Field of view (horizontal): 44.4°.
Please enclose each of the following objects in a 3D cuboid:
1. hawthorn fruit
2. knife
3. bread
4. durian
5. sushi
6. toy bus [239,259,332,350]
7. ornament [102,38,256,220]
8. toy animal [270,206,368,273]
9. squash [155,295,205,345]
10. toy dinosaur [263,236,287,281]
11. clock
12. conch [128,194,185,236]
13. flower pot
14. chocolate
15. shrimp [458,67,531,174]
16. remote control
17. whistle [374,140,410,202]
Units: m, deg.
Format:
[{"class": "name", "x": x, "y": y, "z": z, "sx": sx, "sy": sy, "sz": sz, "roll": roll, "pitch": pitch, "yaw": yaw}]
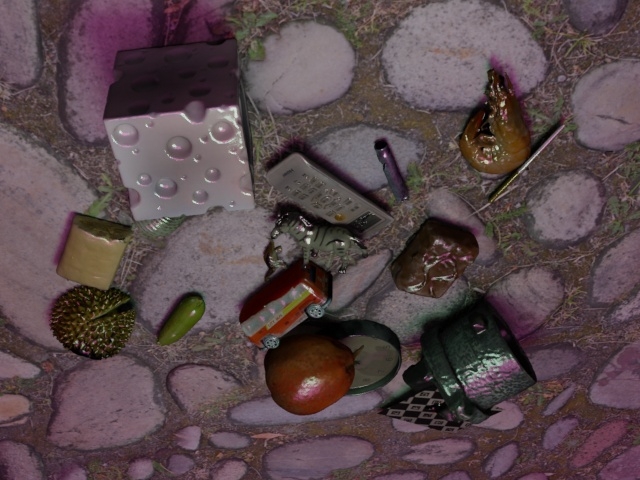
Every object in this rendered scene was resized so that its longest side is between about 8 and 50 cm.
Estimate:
[{"class": "hawthorn fruit", "x": -0.010, "y": 0.324, "z": 1.995, "sx": 0.262, "sy": 0.210, "sz": 0.210, "roll": -24, "pitch": 131, "yaw": 5}, {"class": "knife", "x": 0.462, "y": -0.167, "z": 1.763, "sx": 0.022, "sy": 0.046, "sz": 0.256, "roll": 45, "pitch": 124, "yaw": 9}, {"class": "bread", "x": -0.524, "y": 0.032, "z": 1.810, "sx": 0.139, "sy": 0.060, "sz": 0.178, "roll": 15, "pitch": 129, "yaw": -19}, {"class": "durian", "x": -0.573, "y": 0.227, "z": 1.932, "sx": 0.193, "sy": 0.138, "sz": 0.237, "roll": 27, "pitch": 125, "yaw": -28}, {"class": "sushi", "x": 0.363, "y": 0.489, "z": 2.351, "sx": 0.290, "sy": 0.050, "sz": 0.264, "roll": 21, "pitch": 140, "yaw": -27}, {"class": "toy bus", "x": -0.093, "y": 0.162, "z": 1.952, "sx": 0.265, "sy": 0.121, "sz": 0.120, "roll": -38, "pitch": 117, "yaw": 26}, {"class": "ornament", "x": -0.257, "y": -0.212, "z": 1.499, "sx": 0.240, "sy": 0.239, "sz": 0.240, "roll": -6, "pitch": 133, "yaw": 0}, {"class": "toy animal", "x": 0.000, "y": -0.004, "z": 1.820, "sx": 0.217, "sy": 0.073, "sz": 0.176, "roll": 3, "pitch": 141, "yaw": 11}, {"class": "squash", "x": -0.359, "y": 0.208, "z": 1.993, "sx": 0.066, "sy": 0.066, "sz": 0.201, "roll": 27, "pitch": 127, "yaw": -28}, {"class": "toy dinosaur", "x": -0.108, "y": 0.045, "z": 1.891, "sx": 0.058, "sy": 0.037, "sz": 0.180, "roll": -5, "pitch": 134, "yaw": -9}, {"class": "clock", "x": 0.088, "y": 0.330, "z": 2.165, "sx": 0.280, "sy": 0.055, "sz": 0.280, "roll": -4, "pitch": 133, "yaw": -4}, {"class": "conch", "x": -0.348, "y": -0.083, "z": 1.701, "sx": 0.153, "sy": 0.102, "sz": 0.135, "roll": -39, "pitch": 111, "yaw": -1}, {"class": "flower pot", "x": 0.384, "y": 0.341, "z": 2.050, "sx": 0.283, "sy": 0.299, "sz": 0.299, "roll": -32, "pitch": 128, "yaw": 16}, {"class": "chocolate", "x": 0.275, "y": 0.058, "z": 1.913, "sx": 0.148, "sy": 0.093, "sz": 0.214, "roll": 16, "pitch": 128, "yaw": -19}, {"class": "shrimp", "x": 0.362, "y": -0.245, "z": 1.674, "sx": 0.152, "sy": 0.063, "sz": 0.287, "roll": -11, "pitch": 135, "yaw": 18}, {"class": "remote control", "x": 0.024, "y": -0.103, "z": 1.765, "sx": 0.313, "sy": 0.055, "sz": 0.109, "roll": 31, "pitch": 132, "yaw": -34}, {"class": "whistle", "x": 0.160, "y": -0.150, "z": 1.748, "sx": 0.033, "sy": 0.033, "sz": 0.176, "roll": -19, "pitch": 131, "yaw": 11}]
